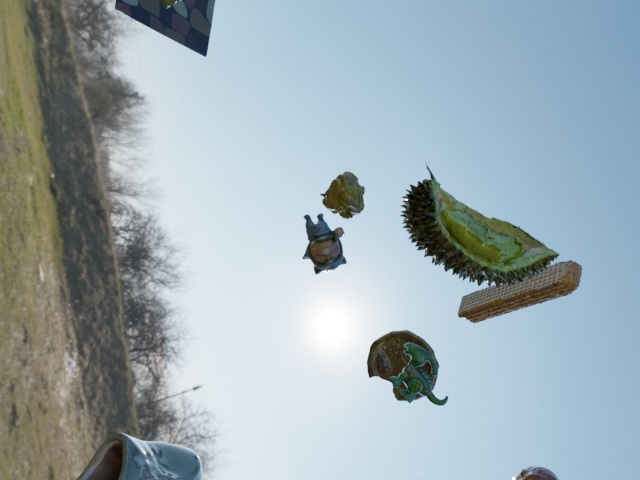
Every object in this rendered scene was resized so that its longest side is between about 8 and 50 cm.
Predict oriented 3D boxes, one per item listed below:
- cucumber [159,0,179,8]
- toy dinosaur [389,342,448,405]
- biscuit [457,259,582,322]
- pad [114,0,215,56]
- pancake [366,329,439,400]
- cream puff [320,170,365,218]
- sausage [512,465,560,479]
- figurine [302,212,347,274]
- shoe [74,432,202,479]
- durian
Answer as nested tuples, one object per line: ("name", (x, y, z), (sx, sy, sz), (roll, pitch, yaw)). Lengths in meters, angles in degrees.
("cucumber", (-0.262, -0.445, 0.578), (0.078, 0.211, 0.062), (-17, -130, 26))
("toy dinosaur", (0.197, 0.274, 0.815), (0.132, 0.096, 0.059), (47, -2, 19))
("biscuit", (0.554, 0.155, 1.173), (0.054, 0.094, 0.379), (40, -37, -8))
("pad", (-0.281, -0.469, 0.779), (0.003, 0.235, 0.158), (15, -81, 23))
("pancake", (0.260, 0.391, 1.300), (0.235, 0.211, 0.029), (26, -19, 29))
("cream puff", (0.090, -0.146, 1.361), (0.121, 0.156, 0.156), (146, -68, -73))
("sausage", (0.454, 0.544, 0.716), (0.097, 0.094, 0.348), (-36, -89, 22))
("figurine", (0.004, -0.002, 1.144), (0.144, 0.114, 0.178), (108, -34, -62))
("shoe", (-0.198, 0.240, 0.419), (0.079, 0.195, 0.078), (0, -93, 27))
("durian", (0.331, -0.004, 0.932), (0.352, 0.169, 0.158), (33, -8, 9))
